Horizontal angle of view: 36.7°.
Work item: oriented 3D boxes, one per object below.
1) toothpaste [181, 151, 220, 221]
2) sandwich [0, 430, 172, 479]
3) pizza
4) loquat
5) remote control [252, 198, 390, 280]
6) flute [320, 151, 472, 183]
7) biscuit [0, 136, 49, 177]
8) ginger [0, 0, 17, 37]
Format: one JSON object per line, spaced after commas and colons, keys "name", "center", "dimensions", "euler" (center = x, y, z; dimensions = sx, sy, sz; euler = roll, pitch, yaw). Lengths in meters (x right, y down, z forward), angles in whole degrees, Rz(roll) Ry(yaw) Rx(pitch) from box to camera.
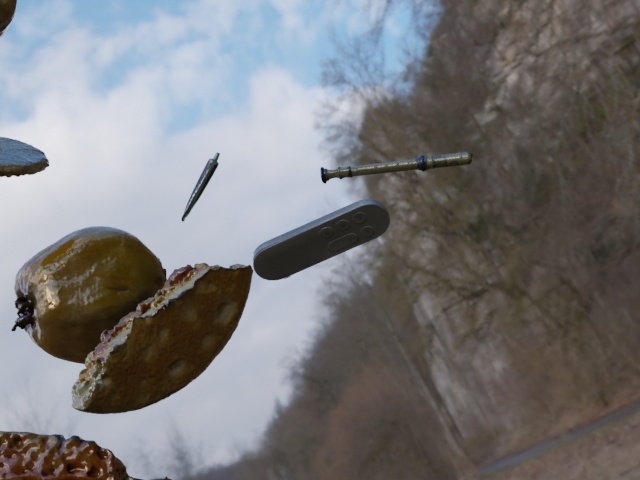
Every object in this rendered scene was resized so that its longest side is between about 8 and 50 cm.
{"name": "toothpaste", "center": [-0.215, -0.096, 1.733], "dimensions": [0.140, 0.021, 0.037], "euler": [-62, 1, 4]}
{"name": "sandwich", "center": [-0.193, 0.236, 0.697], "dimensions": [0.212, 0.109, 0.292], "euler": [-7, -42, 1]}
{"name": "pizza", "center": [-0.166, 0.103, 1.046], "dimensions": [0.246, 0.058, 0.127], "euler": [-50, -48, -23]}
{"name": "loquat", "center": [-0.334, 0.077, 1.389], "dimensions": [0.234, 0.187, 0.176], "euler": [-25, -30, -24]}
{"name": "remote control", "center": [0.000, 0.000, 1.604], "dimensions": [0.245, 0.022, 0.077], "euler": [-24, -54, 10]}
{"name": "flute", "center": [0.113, -0.111, 1.451], "dimensions": [0.233, 0.027, 0.027], "euler": [-5, -11, 17]}
{"name": "biscuit", "center": [-0.490, -0.124, 1.343], "dimensions": [0.220, 0.220, 0.033], "euler": [-7, -65, -49]}
{"name": "ginger", "center": [-0.445, -0.216, 1.171], "dimensions": [0.299, 0.065, 0.118], "euler": [-45, 19, 29]}
